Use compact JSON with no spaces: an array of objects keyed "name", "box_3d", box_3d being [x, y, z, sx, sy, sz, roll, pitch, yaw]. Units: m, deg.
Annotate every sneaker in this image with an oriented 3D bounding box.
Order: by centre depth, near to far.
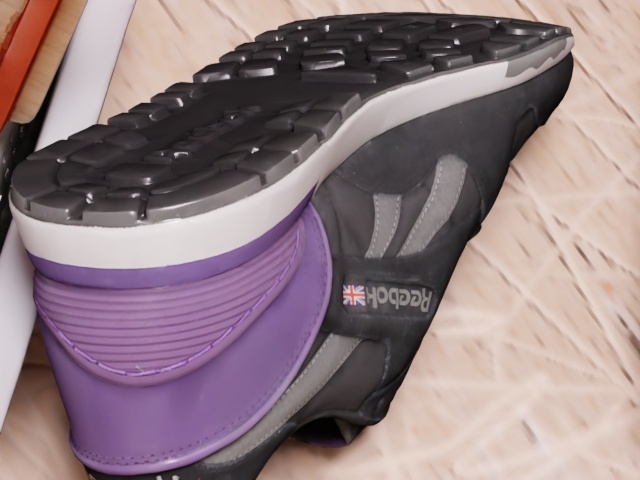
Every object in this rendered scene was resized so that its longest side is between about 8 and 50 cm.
[{"name":"sneaker","box_3d":[0.000,0.000,0.651,0.107,0.124,0.283,8,24,33]}]

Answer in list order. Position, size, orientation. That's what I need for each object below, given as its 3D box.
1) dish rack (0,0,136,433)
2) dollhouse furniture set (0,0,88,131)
[{"name":"dish rack","box_3d":[-0.224,-0.023,0.583,0.286,0.072,0.332,18,57,-9]},{"name":"dollhouse furniture set","box_3d":[-0.142,-0.045,0.447,0.135,0.262,0.259,25,23,-7]}]
